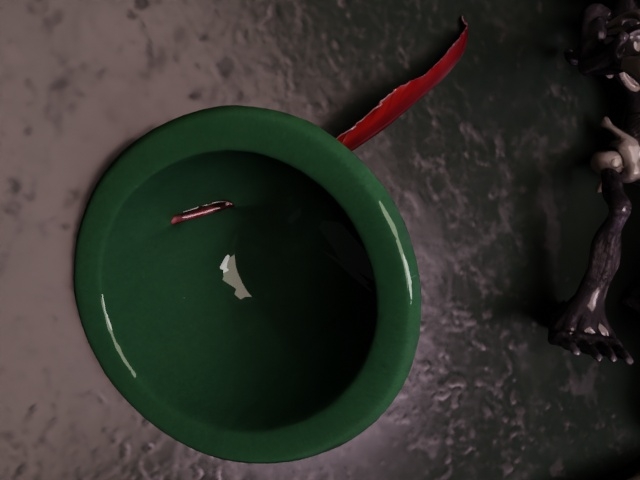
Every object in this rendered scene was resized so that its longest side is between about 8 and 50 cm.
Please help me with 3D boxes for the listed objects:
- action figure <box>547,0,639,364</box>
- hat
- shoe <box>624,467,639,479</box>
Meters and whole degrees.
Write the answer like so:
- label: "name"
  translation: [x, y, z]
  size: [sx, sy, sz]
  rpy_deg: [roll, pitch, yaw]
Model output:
- label: "action figure"
  translation: [0.212, -0.068, 0.466]
  size: [0.164, 0.141, 0.276]
  rpy_deg: [6, 95, -18]
- label: "hat"
  translation: [0.000, 0.000, 0.453]
  size: [0.208, 0.183, 0.173]
  rpy_deg: [-21, 96, 25]
- label: "shoe"
  translation: [0.223, 0.184, 0.529]
  size: [0.219, 0.058, 0.077]
  rpy_deg: [-11, 98, -19]
